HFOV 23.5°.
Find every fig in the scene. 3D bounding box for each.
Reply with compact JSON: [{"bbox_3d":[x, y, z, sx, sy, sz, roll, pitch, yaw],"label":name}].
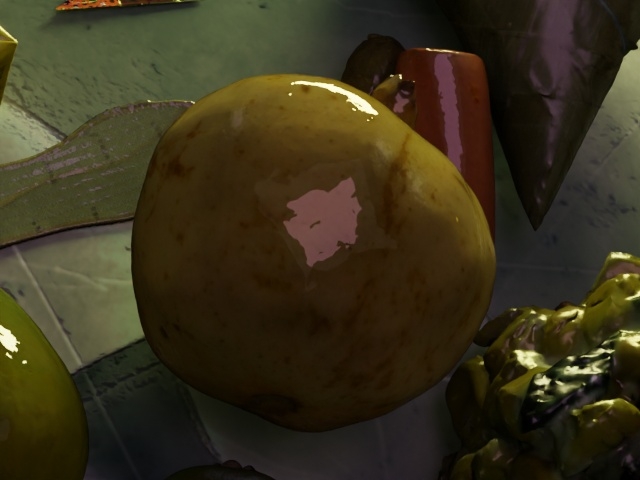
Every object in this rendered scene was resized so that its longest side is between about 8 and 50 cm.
[{"bbox_3d":[-0.291,0.134,1.168,0.207,0.207,0.230,-25,58,-28],"label":"fig"}]

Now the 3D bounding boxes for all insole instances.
[{"bbox_3d":[-0.242,-0.059,1.485,0.348,0.009,0.119,-19,74,-27],"label":"insole"}]

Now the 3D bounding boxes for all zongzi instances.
[{"bbox_3d":[0.167,-0.250,1.643,0.356,0.174,0.393,30,68,2],"label":"zongzi"}]

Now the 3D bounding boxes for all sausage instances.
[{"bbox_3d":[0.122,-0.058,1.539,0.114,0.113,0.259,2,81,-19],"label":"sausage"}]

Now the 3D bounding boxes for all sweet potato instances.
[{"bbox_3d":[0.028,-0.102,1.573,0.075,0.075,0.273,28,64,-6],"label":"sweet potato"}]

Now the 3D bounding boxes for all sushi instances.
[{"bbox_3d":[0.277,0.172,1.389,0.285,0.329,0.328,42,64,-3],"label":"sushi"}]

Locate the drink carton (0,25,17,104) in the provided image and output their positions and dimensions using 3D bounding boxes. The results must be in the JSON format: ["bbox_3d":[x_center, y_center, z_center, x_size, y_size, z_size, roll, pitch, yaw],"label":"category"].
[{"bbox_3d":[-0.446,-0.233,1.408,0.351,0.154,0.111,43,59,3],"label":"drink carton"}]

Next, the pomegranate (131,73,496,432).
[{"bbox_3d":[0.000,0.000,1.362,0.343,0.342,0.342,8,63,-16],"label":"pomegranate"}]

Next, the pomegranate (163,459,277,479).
[{"bbox_3d":[-0.085,0.264,1.314,0.180,0.180,0.209,25,24,-7],"label":"pomegranate"}]

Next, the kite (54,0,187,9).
[{"bbox_3d":[-0.175,-0.286,1.617,0.125,0.008,0.222,31,59,-4],"label":"kite"}]
